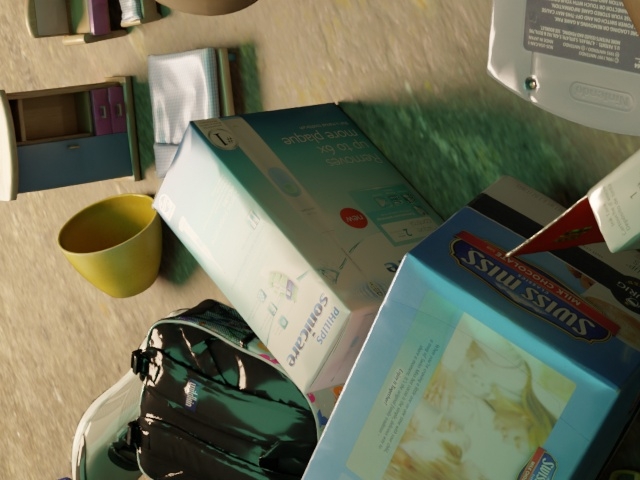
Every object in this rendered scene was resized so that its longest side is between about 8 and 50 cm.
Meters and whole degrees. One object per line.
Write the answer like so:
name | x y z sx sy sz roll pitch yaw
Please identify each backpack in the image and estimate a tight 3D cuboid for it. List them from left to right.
backpack | -0.069 0.201 1.931 0.253 0.191 0.225 21 112 35

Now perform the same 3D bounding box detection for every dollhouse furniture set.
dollhouse furniture set | -0.240 -0.172 2.033 0.303 0.198 0.286 3 101 47

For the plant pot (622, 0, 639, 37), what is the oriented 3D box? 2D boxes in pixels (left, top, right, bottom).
plant pot | 0.332 -0.222 1.331 0.229 0.263 0.263 56 134 15

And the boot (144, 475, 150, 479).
boot | -0.146 0.311 2.140 0.197 0.073 0.152 -36 74 53

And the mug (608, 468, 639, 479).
mug | 0.294 0.271 1.664 0.062 0.078 0.064 52 152 -19

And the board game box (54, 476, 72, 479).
board game box | -0.292 0.512 2.333 0.347 0.078 0.233 30 120 40

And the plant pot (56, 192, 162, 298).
plant pot | -0.254 0.016 2.158 0.134 0.134 0.095 16 135 45

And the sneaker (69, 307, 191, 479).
sneaker | -0.210 0.210 2.070 0.271 0.100 0.108 -57 32 -1

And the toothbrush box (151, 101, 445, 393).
toothbrush box | 0.000 0.000 1.795 0.295 0.216 0.126 51 131 28

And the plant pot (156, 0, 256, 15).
plant pot | -0.102 -0.389 1.783 0.323 0.323 0.280 61 151 19

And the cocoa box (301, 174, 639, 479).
cocoa box | 0.159 0.161 1.608 0.231 0.228 0.347 33 124 16

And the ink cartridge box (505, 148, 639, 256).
ink cartridge box | 0.318 -0.031 1.323 0.239 0.275 0.060 -45 60 51

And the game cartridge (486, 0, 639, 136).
game cartridge | 0.280 -0.198 1.567 0.294 0.060 0.196 20 109 44
